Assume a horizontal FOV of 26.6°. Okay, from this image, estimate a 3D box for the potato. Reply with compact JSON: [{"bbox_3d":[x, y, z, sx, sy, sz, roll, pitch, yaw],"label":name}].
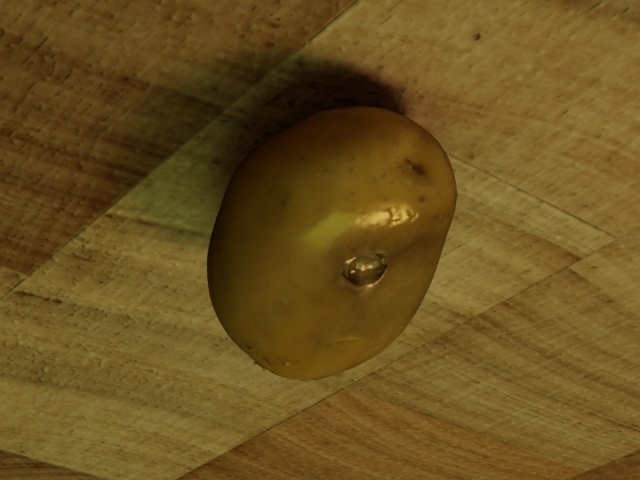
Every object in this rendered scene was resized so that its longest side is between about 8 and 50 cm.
[{"bbox_3d":[0.000,0.000,0.926,0.150,0.146,0.234,-32,153,-40],"label":"potato"}]
